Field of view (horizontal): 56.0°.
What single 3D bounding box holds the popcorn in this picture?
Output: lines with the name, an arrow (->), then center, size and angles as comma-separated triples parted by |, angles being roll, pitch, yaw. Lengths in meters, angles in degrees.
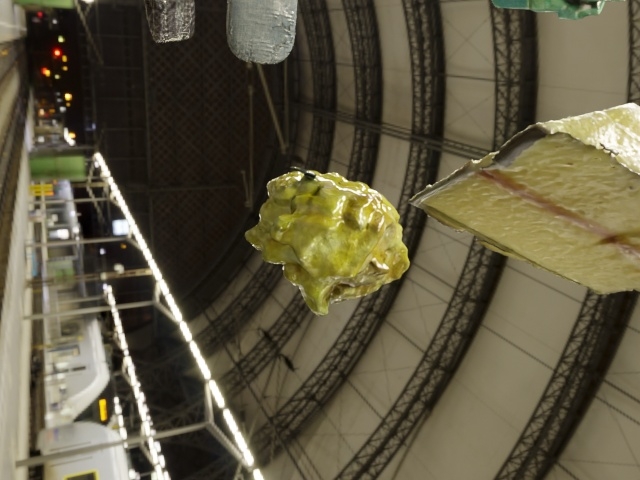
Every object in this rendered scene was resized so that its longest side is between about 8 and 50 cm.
popcorn -> 0.004, -0.010, 0.634 | 0.142, 0.173, 0.173 | -55, -138, 28

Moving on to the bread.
bread -> 0.409, -0.020, 0.945 | 0.405, 0.242, 0.346 | 56, -32, 11

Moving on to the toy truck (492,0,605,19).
toy truck -> 0.167, -0.291, 0.379 | 0.156, 0.155, 0.279 | 14, -30, 32

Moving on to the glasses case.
glasses case -> -0.086, -0.412, 0.906 | 0.067, 0.109, 0.283 | -145, -124, -71

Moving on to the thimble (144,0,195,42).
thimble -> -0.228, -0.351, 0.898 | 0.104, 0.066, 0.095 | 141, -65, -69
